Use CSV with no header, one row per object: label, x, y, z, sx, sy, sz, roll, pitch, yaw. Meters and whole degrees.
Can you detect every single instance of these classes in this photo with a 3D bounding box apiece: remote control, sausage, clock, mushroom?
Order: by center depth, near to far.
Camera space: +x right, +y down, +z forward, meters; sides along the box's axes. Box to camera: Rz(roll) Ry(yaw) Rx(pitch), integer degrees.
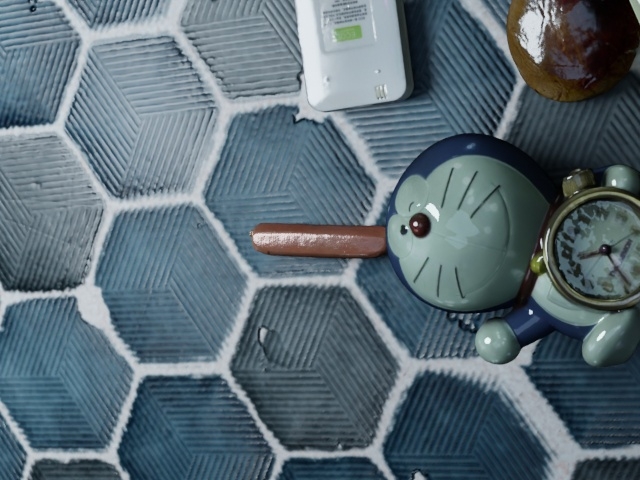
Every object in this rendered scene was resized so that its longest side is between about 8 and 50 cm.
clock,0.172,0.008,1.025,0.243,0.146,0.200,24,98,12
mushroom,0.217,-0.182,1.039,0.123,0.052,0.123,5,101,24
remote control,0.023,-0.248,1.111,0.103,0.034,0.250,-7,92,20
sausage,0.000,0.000,1.145,0.147,0.030,0.035,0,94,20

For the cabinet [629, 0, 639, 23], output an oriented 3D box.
cabinet,0.351,-0.257,0.889,0.290,0.227,0.318,-24,87,20
